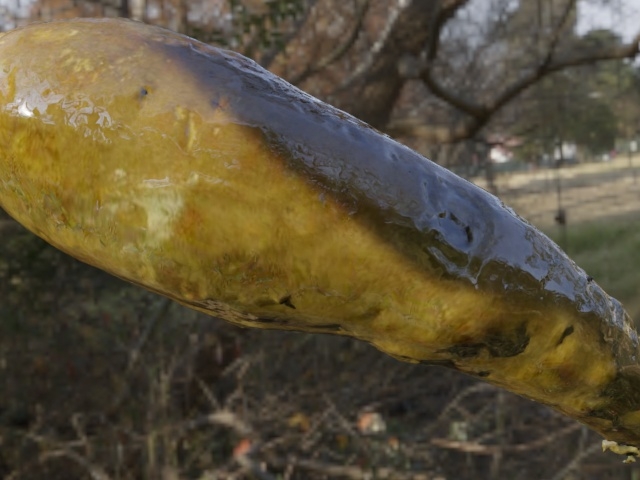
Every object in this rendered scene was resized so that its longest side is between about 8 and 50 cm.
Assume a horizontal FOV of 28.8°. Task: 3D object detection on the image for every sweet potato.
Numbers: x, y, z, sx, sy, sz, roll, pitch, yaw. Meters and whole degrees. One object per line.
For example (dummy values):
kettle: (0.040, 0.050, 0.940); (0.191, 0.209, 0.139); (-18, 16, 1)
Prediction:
sweet potato: (0.004, -0.002, 0.614); (0.422, 0.130, 0.130); (23, 1, -3)
